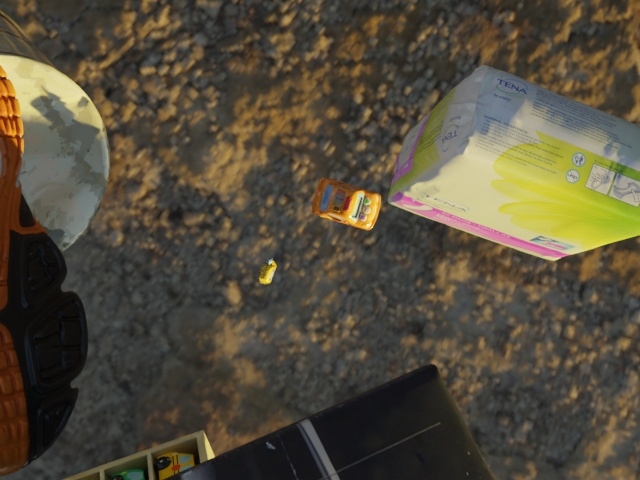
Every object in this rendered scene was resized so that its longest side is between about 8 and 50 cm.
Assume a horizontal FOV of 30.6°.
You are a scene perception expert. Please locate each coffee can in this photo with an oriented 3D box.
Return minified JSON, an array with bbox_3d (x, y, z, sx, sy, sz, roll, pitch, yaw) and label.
[{"bbox_3d":[-0.331,-0.109,1.096,0.275,0.201,0.201,40,155,56],"label":"coffee can"}]

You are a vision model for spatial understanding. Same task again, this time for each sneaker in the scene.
[{"bbox_3d":[-0.225,0.015,0.701,0.121,0.099,0.262,-22,76,35],"label":"sneaker"}]

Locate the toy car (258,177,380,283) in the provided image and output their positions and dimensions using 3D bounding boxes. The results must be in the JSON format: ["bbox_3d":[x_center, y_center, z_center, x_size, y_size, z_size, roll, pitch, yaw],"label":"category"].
[{"bbox_3d":[0.000,0.000,0.992,0.060,0.040,0.122,34,91,2],"label":"toy car"}]

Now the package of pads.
[{"bbox_3d":[0.207,-0.072,1.216,0.229,0.101,0.296,20,168,-8],"label":"package of pads"}]

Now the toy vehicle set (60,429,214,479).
[{"bbox_3d":[-0.156,0.272,0.966,0.166,0.267,0.035,-20,118,-2],"label":"toy vehicle set"}]

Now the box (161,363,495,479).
[{"bbox_3d":[-0.040,0.278,0.575,0.312,0.343,0.179,62,148,13],"label":"box"}]
